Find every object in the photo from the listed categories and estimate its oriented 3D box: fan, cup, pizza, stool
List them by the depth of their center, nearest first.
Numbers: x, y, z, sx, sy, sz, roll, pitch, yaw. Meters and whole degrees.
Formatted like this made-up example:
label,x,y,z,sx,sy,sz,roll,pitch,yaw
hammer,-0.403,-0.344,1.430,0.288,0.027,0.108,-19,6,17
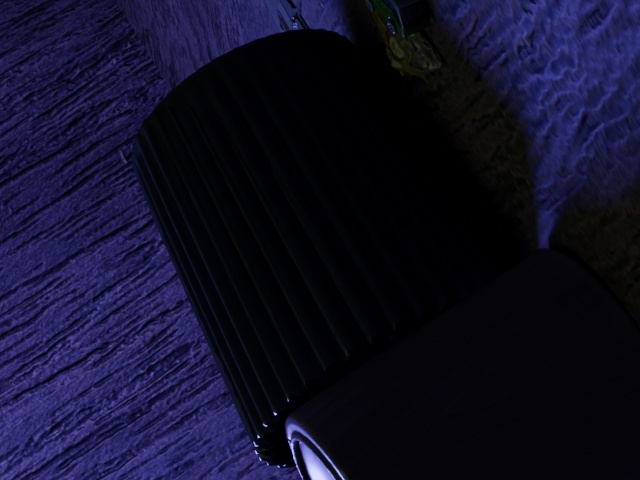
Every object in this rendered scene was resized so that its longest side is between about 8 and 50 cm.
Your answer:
label,x,y,z,sx,sy,sz,roll,pitch,yaw
cup,0.150,0.187,1.575,0.288,0.273,0.208,60,167,3
pizza,0.069,-0.171,1.646,0.108,0.026,0.123,48,167,50
stool,0.000,0.000,1.856,0.330,0.297,0.297,61,175,21
fan,-0.028,-0.239,2.137,0.190,0.009,0.329,59,174,7

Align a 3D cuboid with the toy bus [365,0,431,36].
label,x,y,z,sx,sy,sz,roll,pitch,yaw
toy bus,0.059,-0.196,1.586,0.083,0.031,0.037,51,161,49
